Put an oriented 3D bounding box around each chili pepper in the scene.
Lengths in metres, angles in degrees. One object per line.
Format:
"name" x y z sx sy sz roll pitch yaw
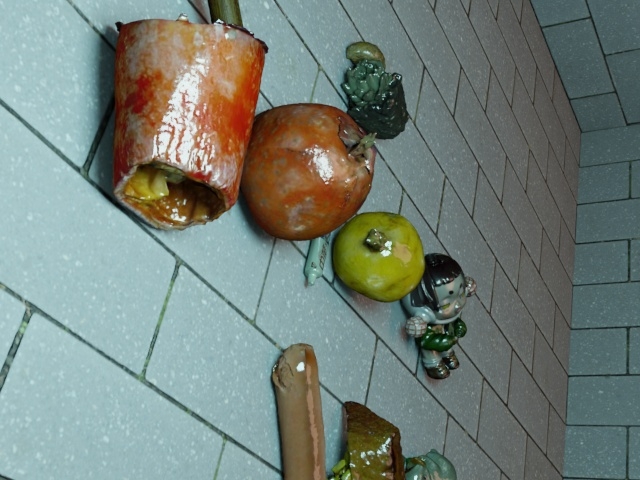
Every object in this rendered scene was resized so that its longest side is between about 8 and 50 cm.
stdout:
"chili pepper" -0.208 -0.188 1.353 0.251 0.229 0.306 47 43 -71

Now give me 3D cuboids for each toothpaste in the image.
"toothpaste" 0.000 0.000 1.877 0.060 0.038 0.233 55 38 -45

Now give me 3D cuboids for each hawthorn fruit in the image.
"hawthorn fruit" -0.007 -0.141 1.630 0.276 0.307 0.276 13 71 -45

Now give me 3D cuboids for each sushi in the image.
"sushi" 0.095 0.510 1.853 0.167 0.179 0.297 -29 114 -77

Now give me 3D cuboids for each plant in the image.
"plant" 0.136 -0.340 2.085 0.194 0.129 0.132 55 40 -45

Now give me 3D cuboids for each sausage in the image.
"sausage" -0.036 0.411 1.686 0.094 0.094 0.419 93 -7 -87

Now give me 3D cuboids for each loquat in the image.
"loquat" 0.131 0.030 1.912 0.246 0.213 0.214 61 31 -72

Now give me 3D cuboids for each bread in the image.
"bread" 0.119 -0.448 2.126 0.113 0.082 0.060 55 37 -46

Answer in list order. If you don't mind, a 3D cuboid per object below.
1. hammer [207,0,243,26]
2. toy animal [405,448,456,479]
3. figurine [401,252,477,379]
"hammer" -0.171 -0.426 1.509 0.095 0.242 0.409 -60 149 -51
"toy animal" 0.254 0.596 2.137 0.236 0.138 0.108 -3 121 -64
"figurine" 0.303 0.186 2.266 0.281 0.167 0.370 -32 122 -38
